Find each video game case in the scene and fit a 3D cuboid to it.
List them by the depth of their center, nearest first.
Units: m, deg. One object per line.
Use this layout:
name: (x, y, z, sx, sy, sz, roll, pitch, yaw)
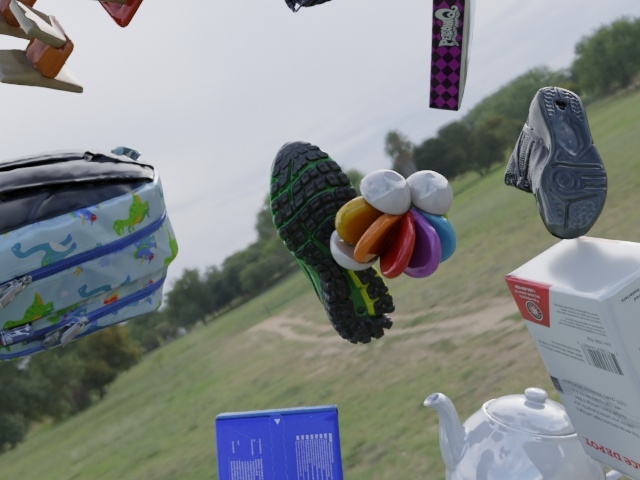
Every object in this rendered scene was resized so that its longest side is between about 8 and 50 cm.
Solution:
video game case: (0.152, -0.297, 0.972, 0.042, 0.210, 0.232, 7, -37, 11)

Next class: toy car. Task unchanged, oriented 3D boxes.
toy car: (0.114, -0.007, 1.244, 0.182, 0.136, 0.159, -1, -46, -33)

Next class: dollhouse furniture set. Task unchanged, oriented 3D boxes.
dollhouse furniture set: (-0.226, -0.305, 0.821, 0.262, 0.259, 0.135, -50, -27, 24)

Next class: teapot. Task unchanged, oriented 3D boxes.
teapot: (0.316, 0.311, 1.324, 0.253, 0.187, 0.256, 16, 14, 39)

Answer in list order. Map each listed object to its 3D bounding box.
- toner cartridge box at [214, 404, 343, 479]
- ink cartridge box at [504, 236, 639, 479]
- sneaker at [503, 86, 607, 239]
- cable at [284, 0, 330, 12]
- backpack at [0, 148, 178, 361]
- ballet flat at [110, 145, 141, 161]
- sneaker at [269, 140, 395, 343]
toner cartridge box: (-0.044, 0.398, 1.167, 0.165, 0.347, 0.075, -4, -8, -1)
ink cartridge box: (0.358, 0.143, 1.038, 0.114, 0.272, 0.197, -30, 14, -14)
sneaker: (0.292, -0.072, 1.112, 0.087, 0.227, 0.130, 4, -39, -5)
cable: (-0.024, -0.548, 1.770, 0.151, 0.184, 0.047, -29, -28, 13)
backpack: (-0.352, 0.009, 1.068, 0.356, 0.273, 0.290, -34, 28, -22)
ballet flat: (-0.354, -0.083, 1.651, 0.070, 0.188, 0.070, 2, 26, -1)
sneaker: (0.000, 0.000, 1.408, 0.134, 0.343, 0.146, -24, 24, -9)
